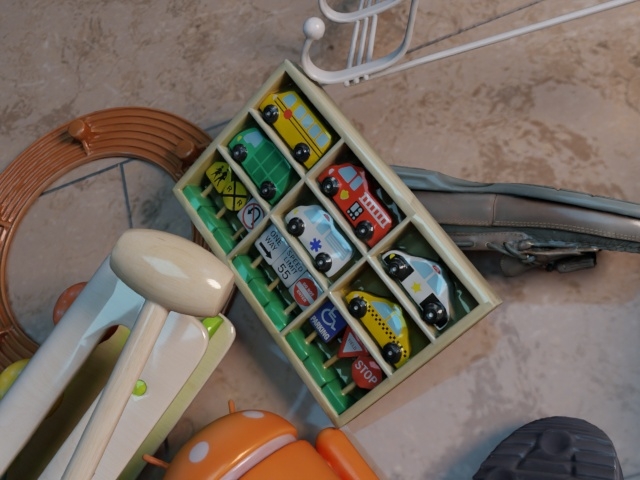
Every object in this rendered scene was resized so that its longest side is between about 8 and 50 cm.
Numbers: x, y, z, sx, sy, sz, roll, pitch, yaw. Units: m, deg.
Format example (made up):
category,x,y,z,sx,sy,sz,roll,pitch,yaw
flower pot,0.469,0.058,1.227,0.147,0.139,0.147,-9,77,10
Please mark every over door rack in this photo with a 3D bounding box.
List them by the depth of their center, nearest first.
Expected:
category,x,y,z,sx,sy,sz,roll,pitch,yaw
over door rack,0.151,-0.251,0.551,0.324,0.108,0.239,-3,45,14

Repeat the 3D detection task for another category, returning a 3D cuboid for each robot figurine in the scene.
category,x,y,z,sx,sy,sz,roll,pitch,yaw
robot figurine,-0.034,0.217,0.463,0.158,0.128,0.219,-47,66,1

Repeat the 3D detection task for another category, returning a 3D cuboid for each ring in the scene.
category,x,y,z,sx,sy,sz,roll,pitch,yaw
ring,-0.236,0.007,0.649,0.336,0.032,0.336,-5,69,13

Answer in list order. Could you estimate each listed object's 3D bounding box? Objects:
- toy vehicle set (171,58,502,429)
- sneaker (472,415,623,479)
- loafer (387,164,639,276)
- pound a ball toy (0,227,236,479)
category,x,y,z,sx,sy,sz,roll,pitch,yaw
toy vehicle set,0.000,0.000,0.536,0.166,0.035,0.267,-45,71,21
sneaker,0.135,0.278,0.422,0.112,0.131,0.319,0,48,44
loafer,0.144,-0.007,0.530,0.267,0.096,0.084,12,93,26
pound a ball toy,-0.191,0.123,0.475,0.136,0.208,0.319,35,87,5
